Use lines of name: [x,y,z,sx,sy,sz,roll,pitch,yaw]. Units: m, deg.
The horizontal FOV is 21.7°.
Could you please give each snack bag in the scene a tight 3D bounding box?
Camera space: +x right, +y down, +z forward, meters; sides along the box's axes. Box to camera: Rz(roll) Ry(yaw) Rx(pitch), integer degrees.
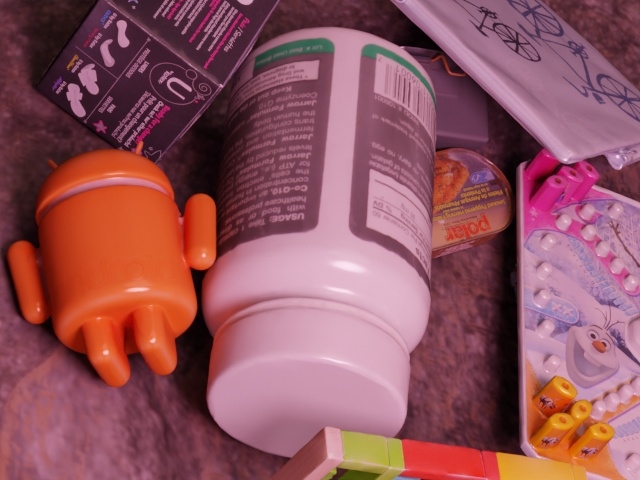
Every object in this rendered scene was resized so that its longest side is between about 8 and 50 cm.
snack bag: [0.221,-0.194,1.793,0.323,0.037,0.342,46,27,15]

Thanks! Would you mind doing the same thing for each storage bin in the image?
storage bin: [0.121,-0.144,1.765,0.135,0.098,0.091,5,68,-29]

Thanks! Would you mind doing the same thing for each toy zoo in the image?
toy zoo: [0.092,0.230,1.419,0.293,0.192,0.030,11,55,-24]

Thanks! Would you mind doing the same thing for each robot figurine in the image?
robot figurine: [-0.176,0.013,1.446,0.128,0.158,0.219,14,51,-43]

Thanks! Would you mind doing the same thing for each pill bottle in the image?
pill bottle: [0.000,0.000,1.510,0.204,0.204,0.361,20,51,-19]

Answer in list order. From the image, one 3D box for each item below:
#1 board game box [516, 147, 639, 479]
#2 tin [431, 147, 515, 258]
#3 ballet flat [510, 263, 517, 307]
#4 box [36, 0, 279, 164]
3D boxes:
board game box: [0.379,0.107,1.673,0.390,0.050,0.390,20,45,-15]
tin: [0.119,-0.035,1.722,0.190,0.040,0.106,-14,64,-37]
ballet flat: [0.276,0.057,1.746,0.188,0.070,0.070,2,59,-28]
box: [-0.134,-0.217,1.605,0.142,0.163,0.247,37,48,-9]
